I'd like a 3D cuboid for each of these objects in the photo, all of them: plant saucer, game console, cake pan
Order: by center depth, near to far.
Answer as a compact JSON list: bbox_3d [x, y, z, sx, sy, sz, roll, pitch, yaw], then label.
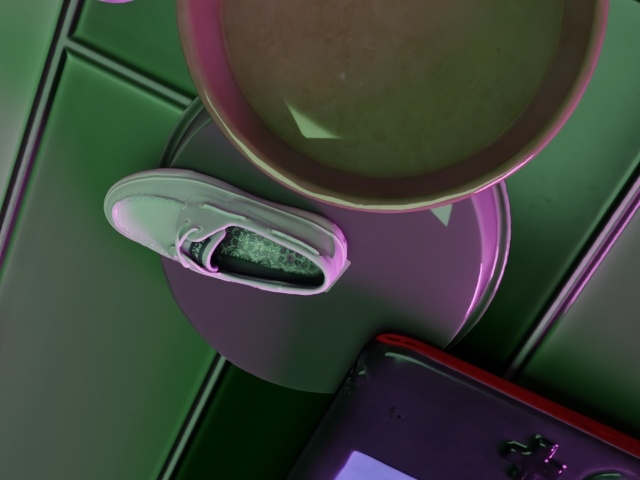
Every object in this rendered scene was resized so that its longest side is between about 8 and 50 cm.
[{"bbox_3d":[0.044,-0.157,0.548,0.278,0.041,0.277,0,96,4],"label":"plant saucer"},{"bbox_3d":[0.000,0.000,0.652,0.293,0.054,0.293,4,114,9],"label":"cake pan"},{"bbox_3d":[0.118,0.284,0.717,0.342,0.060,0.386,24,119,-7],"label":"game console"}]

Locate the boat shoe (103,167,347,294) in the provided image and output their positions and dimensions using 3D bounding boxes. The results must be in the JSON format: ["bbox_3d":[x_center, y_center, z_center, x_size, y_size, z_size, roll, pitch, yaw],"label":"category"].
[{"bbox_3d":[-0.074,0.000,0.600,0.184,0.063,0.066,20,115,2],"label":"boat shoe"}]

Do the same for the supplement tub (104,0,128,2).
[{"bbox_3d":[-0.241,-0.290,0.492,0.338,0.207,0.207,20,115,3],"label":"supplement tub"}]
